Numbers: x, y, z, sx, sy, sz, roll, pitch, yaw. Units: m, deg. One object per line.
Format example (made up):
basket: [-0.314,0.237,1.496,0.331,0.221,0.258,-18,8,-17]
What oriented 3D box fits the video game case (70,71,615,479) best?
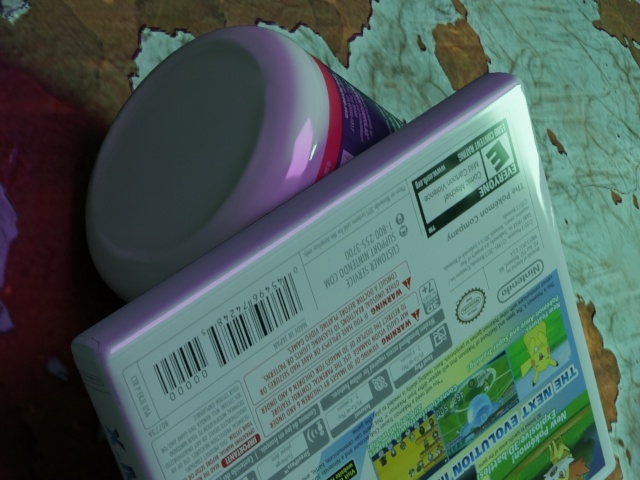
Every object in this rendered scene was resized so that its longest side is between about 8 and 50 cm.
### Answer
video game case: [0.037,0.103,0.919,0.329,0.036,0.300,-34,120,-31]

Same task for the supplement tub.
supplement tub: [0.000,0.000,1.016,0.272,0.191,0.191,33,43,-40]
